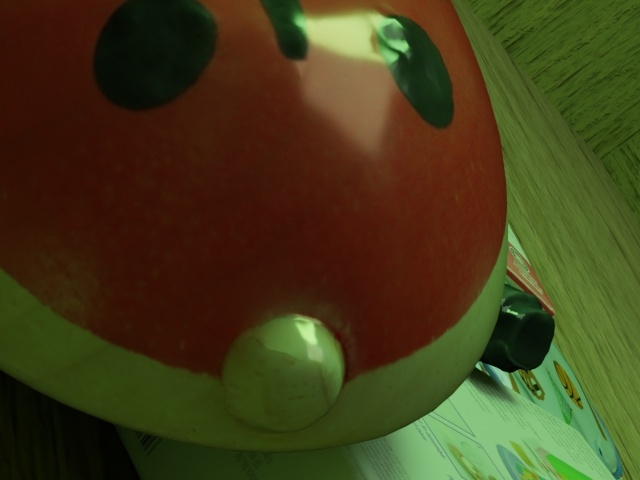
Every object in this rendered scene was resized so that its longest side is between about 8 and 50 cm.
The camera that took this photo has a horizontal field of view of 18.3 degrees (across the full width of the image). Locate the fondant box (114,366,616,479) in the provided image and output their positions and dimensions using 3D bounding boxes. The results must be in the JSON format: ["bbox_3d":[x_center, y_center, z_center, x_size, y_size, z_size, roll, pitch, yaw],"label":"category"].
[{"bbox_3d":[0.055,0.135,0.943,0.330,0.096,0.238,32,16,-39],"label":"fondant box"}]

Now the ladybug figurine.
[{"bbox_3d":[-0.066,-0.083,0.846,0.305,0.162,0.449,2,32,-26],"label":"ladybug figurine"}]

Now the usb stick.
[{"bbox_3d":[0.000,0.000,1.097,0.278,0.045,0.077,25,-3,28],"label":"usb stick"}]

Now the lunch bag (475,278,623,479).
[{"bbox_3d":[0.090,0.097,1.289,0.243,0.115,0.303,58,13,15],"label":"lunch bag"}]

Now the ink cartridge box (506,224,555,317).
[{"bbox_3d":[0.068,-0.032,1.579,0.172,0.100,0.237,41,18,-43],"label":"ink cartridge box"}]
